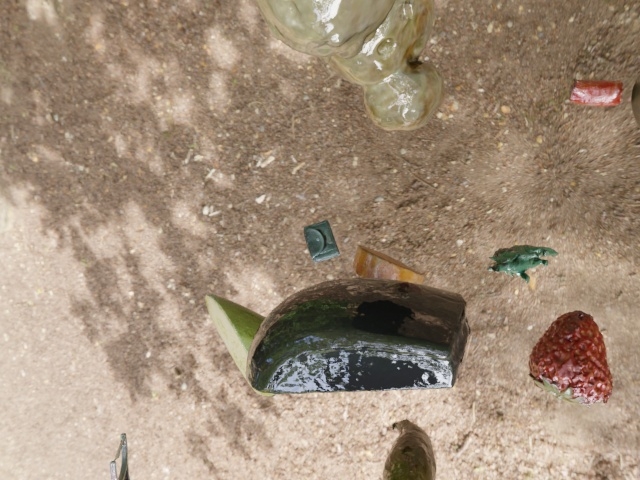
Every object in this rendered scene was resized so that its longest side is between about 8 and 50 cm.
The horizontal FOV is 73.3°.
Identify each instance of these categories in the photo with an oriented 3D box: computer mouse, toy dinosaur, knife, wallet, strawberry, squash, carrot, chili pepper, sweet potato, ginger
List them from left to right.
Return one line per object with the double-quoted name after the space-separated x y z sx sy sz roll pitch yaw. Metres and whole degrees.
-0.405 0.573 0.949 0.053 0.123 0.278 -18 101 -6 "knife"
-0.198 0.255 1.030 0.189 0.260 0.190 -24 50 33 "squash"
0.000 0.000 1.314 0.088 0.026 0.130 -17 60 -3 "wallet"
0.035 0.098 0.510 0.268 0.170 0.100 -9 104 19 "computer mouse"
0.050 -0.256 0.459 0.155 0.304 0.245 -15 68 28 "ginger"
0.260 0.113 1.633 0.258 0.307 0.100 37 104 49 "carrot"
0.236 0.565 1.133 0.130 0.422 0.131 0 91 12 "sweet potato"
0.565 0.050 1.149 0.120 0.291 0.080 -144 50 -64 "toy dinosaur"
0.681 0.307 1.162 0.205 0.205 0.245 21 76 25 "strawberry"
0.715 -0.383 1.115 0.123 0.073 0.071 14 95 21 "chili pepper"

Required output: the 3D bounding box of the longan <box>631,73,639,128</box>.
0.837 -0.303 0.919 0.299 0.300 0.244 19 84 25 "longan"
